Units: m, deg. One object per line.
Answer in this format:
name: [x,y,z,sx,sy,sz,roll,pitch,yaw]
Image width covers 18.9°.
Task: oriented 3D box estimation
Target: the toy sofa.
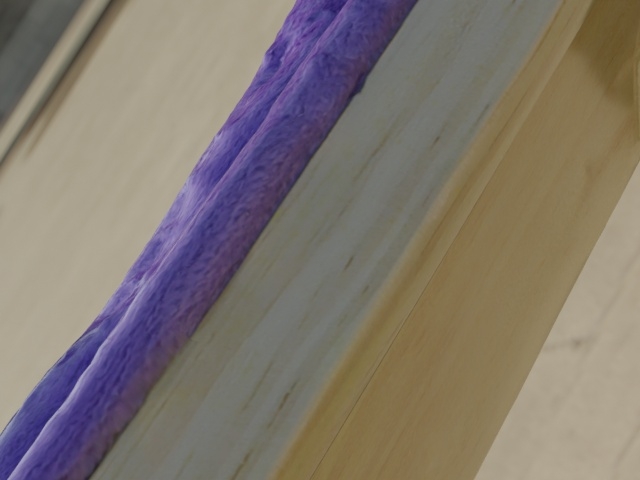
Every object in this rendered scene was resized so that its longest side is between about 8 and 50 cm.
toy sofa: [0.000,0.000,0.480,0.362,0.177,0.150,-57,-29,-34]
